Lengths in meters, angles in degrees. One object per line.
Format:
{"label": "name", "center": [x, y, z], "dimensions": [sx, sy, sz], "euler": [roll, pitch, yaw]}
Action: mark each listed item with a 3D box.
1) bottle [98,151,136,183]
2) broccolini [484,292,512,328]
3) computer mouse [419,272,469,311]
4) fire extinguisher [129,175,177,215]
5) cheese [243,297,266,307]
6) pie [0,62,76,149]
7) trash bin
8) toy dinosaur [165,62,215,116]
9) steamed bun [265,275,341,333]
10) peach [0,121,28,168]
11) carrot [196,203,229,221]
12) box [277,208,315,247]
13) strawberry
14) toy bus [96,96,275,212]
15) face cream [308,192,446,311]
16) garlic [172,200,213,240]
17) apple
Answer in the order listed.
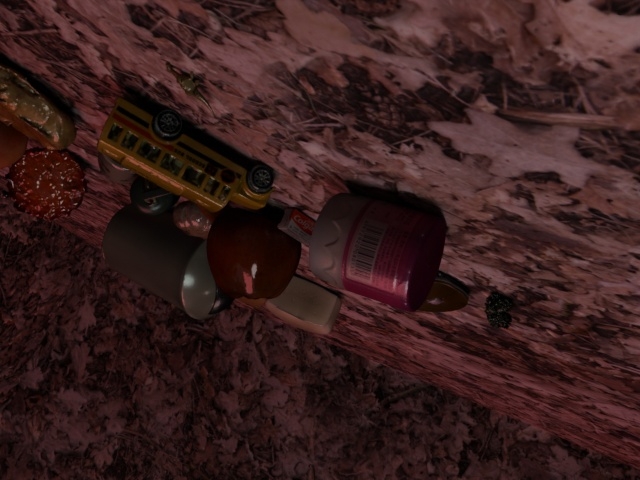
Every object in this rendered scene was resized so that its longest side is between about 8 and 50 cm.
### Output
{"label": "bottle", "center": [-0.438, -0.184, 1.407], "dimensions": [0.110, 0.110, 0.233], "euler": [29, 165, -16]}
{"label": "broccolini", "center": [0.391, 0.173, 1.426], "dimensions": [0.058, 0.074, 0.201], "euler": [5, 165, 8]}
{"label": "computer mouse", "center": [0.207, 0.116, 1.507], "dimensions": [0.158, 0.072, 0.310], "euler": [32, 163, -33]}
{"label": "fire extinguisher", "center": [-0.366, -0.111, 1.431], "dimensions": [0.114, 0.095, 0.311], "euler": [-14, -171, -5]}
{"label": "cheese", "center": [-0.298, 0.153, 2.381], "dimensions": [0.384, 0.104, 0.384], "euler": [23, 165, 6]}
{"label": "pie", "center": [-0.699, -0.313, 1.414], "dimensions": [0.339, 0.083, 0.339], "euler": [27, 165, 8]}
{"label": "trash bin", "center": [-0.432, 0.057, 1.937], "dimensions": [0.432, 0.280, 0.280], "euler": [20, 165, 28]}
{"label": "toy dinosaur", "center": [-0.199, -0.238, 0.994], "dimensions": [0.113, 0.026, 0.041], "euler": [42, 166, -25]}
{"label": "steamed bun", "center": [-0.055, 0.220, 2.135], "dimensions": [0.241, 0.146, 0.164], "euler": [23, 161, 9]}
{"label": "peach", "center": [-0.853, -0.276, 1.638], "dimensions": [0.184, 0.184, 0.184], "euler": [23, 165, 6]}
{"label": "carrot", "center": [-0.272, -0.107, 1.498], "dimensions": [0.067, 0.067, 0.225], "euler": [19, 162, 20]}
{"label": "box", "center": [0.000, 0.000, 1.457], "dimensions": [0.218, 0.055, 0.039], "euler": [34, 162, -32]}
{"label": "strawberry", "center": [-0.810, -0.175, 1.890], "dimensions": [0.234, 0.234, 0.178], "euler": [29, -175, -17]}
{"label": "toy bus", "center": [-0.255, -0.147, 1.217], "dimensions": [0.335, 0.123, 0.121], "euler": [30, 165, -18]}
{"label": "face cream", "center": [0.101, 0.016, 1.113], "dimensions": [0.195, 0.175, 0.175], "euler": [19, 165, 24]}
{"label": "garlic", "center": [-0.310, -0.062, 1.654], "dimensions": [0.147, 0.102, 0.159], "euler": [-7, 160, 39]}
{"label": "apple", "center": [-0.154, 0.030, 1.498], "dimensions": [0.234, 0.234, 0.234], "euler": [23, 165, 6]}
